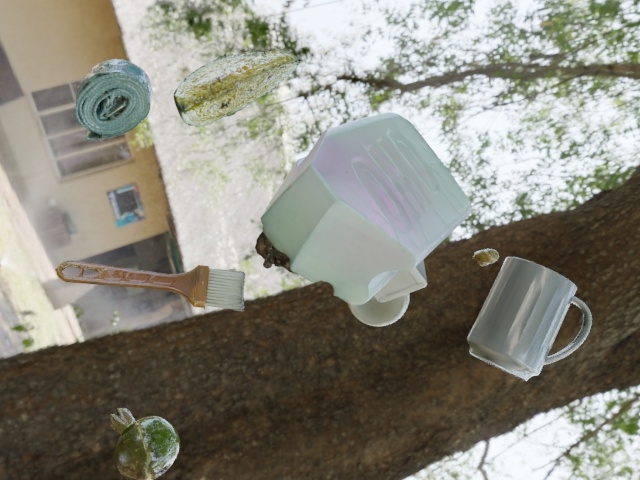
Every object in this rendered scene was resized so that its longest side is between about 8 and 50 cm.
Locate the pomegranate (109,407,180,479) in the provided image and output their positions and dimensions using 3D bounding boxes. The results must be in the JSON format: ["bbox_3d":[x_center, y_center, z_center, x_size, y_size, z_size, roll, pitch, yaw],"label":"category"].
[{"bbox_3d":[-0.475,0.540,1.724,0.179,0.179,0.211,136,-64,-69],"label":"pomegranate"}]

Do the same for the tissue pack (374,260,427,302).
[{"bbox_3d":[0.170,0.034,1.733,0.246,0.159,0.136,50,25,-40],"label":"tissue pack"}]

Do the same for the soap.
[{"bbox_3d":[0.067,-0.054,0.868,0.115,0.347,0.208,-40,-95,32],"label":"soap"}]

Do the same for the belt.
[{"bbox_3d":[-0.433,-0.298,1.332,0.082,0.163,0.148,-104,-179,-49],"label":"belt"}]

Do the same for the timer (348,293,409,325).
[{"bbox_3d":[0.210,0.197,2.308,0.240,0.233,0.234,-84,159,-79],"label":"timer"}]

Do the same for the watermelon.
[{"bbox_3d":[-0.179,-0.315,1.304,0.129,0.301,0.123,14,-51,54],"label":"watermelon"}]

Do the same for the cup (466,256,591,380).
[{"bbox_3d":[0.656,0.263,1.980,0.322,0.327,0.237,26,-6,6],"label":"cup"}]

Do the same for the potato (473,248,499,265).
[{"bbox_3d":[0.396,0.042,1.530,0.083,0.051,0.040,138,-52,-80],"label":"potato"}]

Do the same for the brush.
[{"bbox_3d":[-0.284,0.069,1.079,0.017,0.314,0.090,110,-17,-44],"label":"brush"}]

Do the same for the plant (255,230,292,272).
[{"bbox_3d":[0.000,0.000,1.441,0.276,0.188,0.199,19,-88,45],"label":"plant"}]
